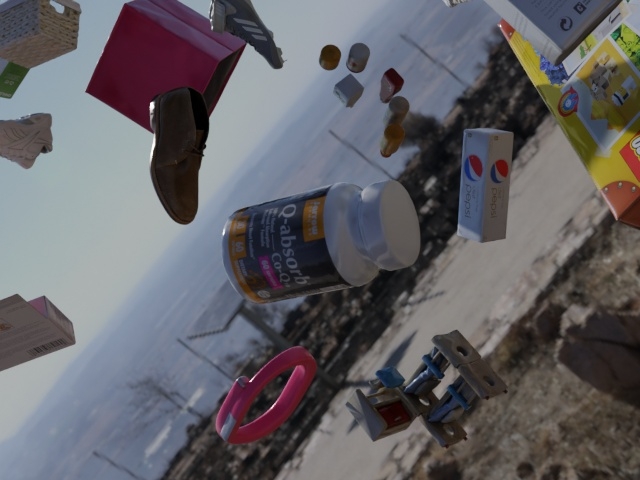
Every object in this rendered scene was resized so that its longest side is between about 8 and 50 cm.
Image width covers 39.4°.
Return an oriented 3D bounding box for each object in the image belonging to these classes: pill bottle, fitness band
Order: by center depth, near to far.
[{"bbox_3d":[0.000,0.000,1.371,0.278,0.162,0.162,-13,27,30],"label":"pill bottle"},{"bbox_3d":[-0.119,0.343,1.950,0.209,0.054,0.291,-12,-40,-45],"label":"fitness band"}]

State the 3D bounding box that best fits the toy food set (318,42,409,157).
[{"bbox_3d":[0.091,-0.275,1.709,0.111,0.232,0.104,-40,-8,-15],"label":"toy food set"}]

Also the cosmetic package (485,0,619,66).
[{"bbox_3d":[0.237,-0.425,1.207,0.156,0.385,0.217,-45,-4,12],"label":"cosmetic package"}]

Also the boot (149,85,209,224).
[{"bbox_3d":[-0.298,-0.189,1.950,0.115,0.305,0.112,-14,-10,36],"label":"boot"}]

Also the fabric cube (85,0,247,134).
[{"bbox_3d":[-0.375,-0.427,2.208,0.254,0.258,0.259,-59,1,26],"label":"fabric cube"}]

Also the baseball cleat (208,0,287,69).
[{"bbox_3d":[-0.159,-0.426,1.824,0.109,0.206,0.072,-31,5,-10],"label":"baseball cleat"}]

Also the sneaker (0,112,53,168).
[{"bbox_3d":[-0.666,-0.207,1.942,0.090,0.115,0.232,-5,13,38],"label":"sneaker"}]

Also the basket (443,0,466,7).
[{"bbox_3d":[0.329,-0.656,1.649,0.331,0.328,0.266,-36,19,-5],"label":"basket"}]

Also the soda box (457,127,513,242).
[{"bbox_3d":[0.323,-0.109,1.753,0.069,0.216,0.074,-9,18,-32],"label":"soda box"}]

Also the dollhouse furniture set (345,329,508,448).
[{"bbox_3d":[0.164,0.239,1.365,0.184,0.129,0.129,-7,-43,-47],"label":"dollhouse furniture set"}]

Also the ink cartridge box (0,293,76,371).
[{"bbox_3d":[-0.694,0.190,1.831,0.296,0.066,0.261,-20,-31,1],"label":"ink cartridge box"}]

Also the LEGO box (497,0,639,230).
[{"bbox_3d":[0.533,-0.305,1.371,0.372,0.193,0.500,-53,37,33],"label":"LEGO box"}]

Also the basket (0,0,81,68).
[{"bbox_3d":[-0.586,-0.433,1.834,0.167,0.113,0.103,-13,73,33],"label":"basket"}]

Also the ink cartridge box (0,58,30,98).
[{"bbox_3d":[-0.724,-0.396,2.030,0.209,0.109,0.062,-49,-30,23],"label":"ink cartridge box"}]
